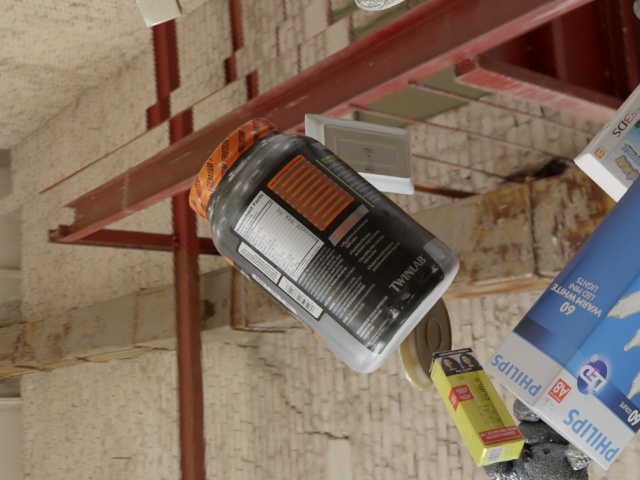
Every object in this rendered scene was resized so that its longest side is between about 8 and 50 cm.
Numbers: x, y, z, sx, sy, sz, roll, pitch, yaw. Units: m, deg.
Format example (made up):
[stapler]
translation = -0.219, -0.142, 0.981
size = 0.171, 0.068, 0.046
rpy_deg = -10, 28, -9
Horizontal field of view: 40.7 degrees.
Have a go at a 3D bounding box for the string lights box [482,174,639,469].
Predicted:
[string lights box]
translation = 0.279, 0.059, 0.766
size = 0.133, 0.077, 0.260
rpy_deg = 39, -91, -32

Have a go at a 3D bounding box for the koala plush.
[koala plush]
translation = 0.455, 0.437, 1.680
size = 0.203, 0.221, 0.196
rpy_deg = 31, -88, -4

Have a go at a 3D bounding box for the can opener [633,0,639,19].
[can opener]
translation = 0.394, -0.323, 0.807
size = 0.074, 0.280, 0.093
rpy_deg = 47, -166, 10

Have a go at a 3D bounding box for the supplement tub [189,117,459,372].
[supplement tub]
translation = 0.000, 0.000, 1.158
size = 0.338, 0.207, 0.207
rpy_deg = 40, -127, 11

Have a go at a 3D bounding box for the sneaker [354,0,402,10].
[sneaker]
translation = 0.125, -0.423, 1.303
size = 0.088, 0.225, 0.092
rpy_deg = 55, -135, -3

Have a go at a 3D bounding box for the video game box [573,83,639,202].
[video game box]
translation = 0.483, -0.108, 1.190
size = 0.205, 0.048, 0.187
rpy_deg = 42, -104, 0

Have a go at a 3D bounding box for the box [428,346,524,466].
[box]
translation = 0.285, 0.304, 1.602
size = 0.087, 0.058, 0.232
rpy_deg = -6, -139, -16

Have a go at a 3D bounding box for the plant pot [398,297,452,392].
[plant pot]
translation = 0.225, 0.199, 1.799
size = 0.236, 0.032, 0.236
rpy_deg = 18, -111, -57

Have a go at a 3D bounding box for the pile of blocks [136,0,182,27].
[pile of blocks]
translation = -0.195, -0.417, 1.036
size = 0.112, 0.149, 0.362
rpy_deg = -19, -105, 2

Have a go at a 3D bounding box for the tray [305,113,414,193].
[tray]
translation = 0.091, -0.178, 1.767
size = 0.270, 0.030, 0.145
rpy_deg = 4, -101, -33
